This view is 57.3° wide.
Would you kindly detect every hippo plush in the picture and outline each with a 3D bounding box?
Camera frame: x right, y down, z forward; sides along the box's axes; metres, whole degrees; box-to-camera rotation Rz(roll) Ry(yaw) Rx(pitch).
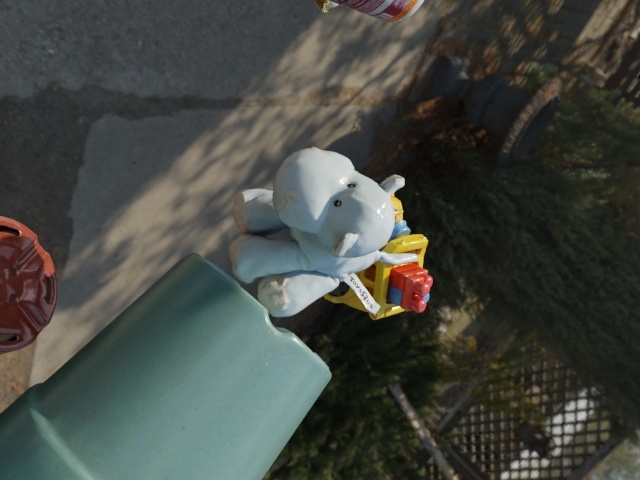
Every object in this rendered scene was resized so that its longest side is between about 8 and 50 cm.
[{"bbox_3d":[0.000,0.000,0.845,0.234,0.294,0.236,-51,-179,-16],"label":"hippo plush"}]

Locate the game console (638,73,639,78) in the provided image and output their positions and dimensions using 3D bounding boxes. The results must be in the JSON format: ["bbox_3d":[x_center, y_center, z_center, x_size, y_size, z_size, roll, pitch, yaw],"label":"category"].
[{"bbox_3d":[0.318,-0.107,0.250,0.361,0.213,0.044,-7,111,-85],"label":"game console"}]

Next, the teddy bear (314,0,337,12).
[{"bbox_3d":[0.012,-0.639,1.193,0.245,0.113,0.338,-109,-160,-87],"label":"teddy bear"}]

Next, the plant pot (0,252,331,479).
[{"bbox_3d":[-0.184,0.217,0.749,0.334,0.341,0.341,-49,156,-13],"label":"plant pot"}]

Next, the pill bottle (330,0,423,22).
[{"bbox_3d":[0.041,-0.388,0.808,0.221,0.121,0.121,2,128,-39],"label":"pill bottle"}]

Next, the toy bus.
[{"bbox_3d":[0.118,0.030,1.038,0.149,0.211,0.220,-9,113,-38],"label":"toy bus"}]

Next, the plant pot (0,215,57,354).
[{"bbox_3d":[-0.576,0.083,0.891,0.265,0.273,0.272,-11,163,19],"label":"plant pot"}]
